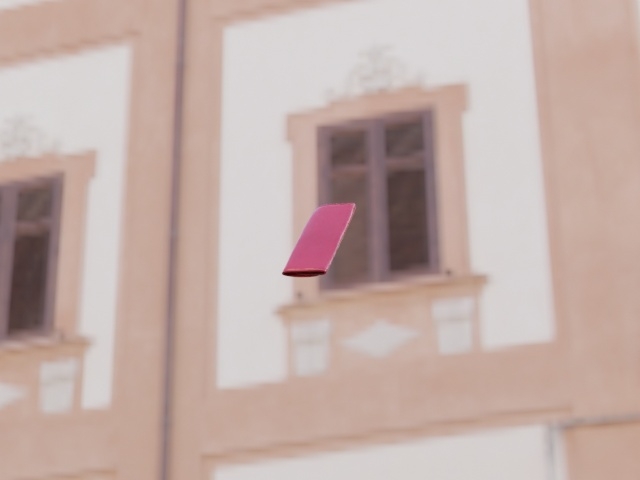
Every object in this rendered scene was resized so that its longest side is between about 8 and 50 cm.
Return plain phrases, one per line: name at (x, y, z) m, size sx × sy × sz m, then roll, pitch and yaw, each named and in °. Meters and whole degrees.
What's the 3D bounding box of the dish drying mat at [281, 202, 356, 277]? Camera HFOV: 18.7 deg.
dish drying mat at (0.000, 0.000, 1.321) m, size 0.032 × 0.083 × 0.008 m, roll -1°, pitch -57°, yaw 19°
